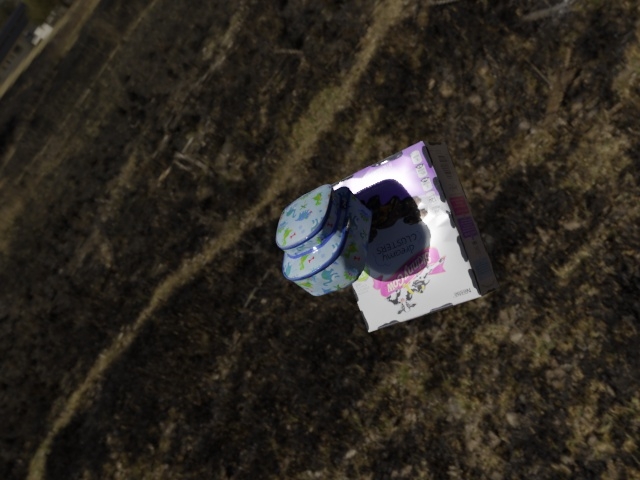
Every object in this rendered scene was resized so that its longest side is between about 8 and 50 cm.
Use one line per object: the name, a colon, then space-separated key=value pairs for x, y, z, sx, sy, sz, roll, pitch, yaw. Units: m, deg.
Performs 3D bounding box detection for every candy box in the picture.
candy box: x=0.108 y=-0.003 z=0.848 sx=0.165 sy=0.070 sz=0.196 roll=-24 pitch=83 yaw=33

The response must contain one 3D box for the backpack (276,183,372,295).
backpack: x=0.000 y=0.000 z=0.785 sx=0.105 sy=0.084 sz=0.114 roll=-25 pitch=44 yaw=35
